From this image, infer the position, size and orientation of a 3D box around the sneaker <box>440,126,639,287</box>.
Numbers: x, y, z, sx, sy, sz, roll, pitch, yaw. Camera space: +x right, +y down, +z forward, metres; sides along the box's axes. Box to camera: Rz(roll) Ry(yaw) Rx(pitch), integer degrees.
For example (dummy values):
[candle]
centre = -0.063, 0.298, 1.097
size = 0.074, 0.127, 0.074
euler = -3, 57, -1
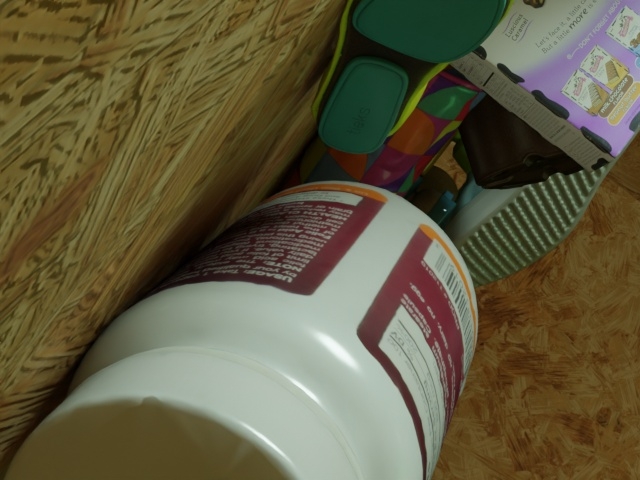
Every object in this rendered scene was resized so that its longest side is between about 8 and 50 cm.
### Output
[sneaker]
centre = 0.225, -0.096, 1.277
size = 0.366, 0.135, 0.150
euler = -54, -141, 38

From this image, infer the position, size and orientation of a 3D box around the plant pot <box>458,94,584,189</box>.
[plant pot]
centre = 0.183, -0.140, 1.035
size = 0.167, 0.165, 0.167
euler = -13, 172, -2

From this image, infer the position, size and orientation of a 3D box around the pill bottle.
[pill bottle]
centre = -0.030, 0.109, 0.754
size = 0.224, 0.224, 0.392
euler = -53, 178, 22

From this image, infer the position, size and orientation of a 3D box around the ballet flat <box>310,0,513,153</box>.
[ballet flat]
centre = 0.049, -0.129, 0.676
size = 0.231, 0.077, 0.077
euler = 130, -23, -64

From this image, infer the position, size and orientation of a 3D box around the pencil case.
[pencil case]
centre = 0.044, -0.075, 0.995
size = 0.236, 0.104, 0.104
euler = -53, 178, 30

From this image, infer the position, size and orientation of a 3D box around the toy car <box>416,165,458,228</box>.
[toy car]
centre = 0.110, -0.048, 1.430
size = 0.149, 0.188, 0.155
euler = -37, 178, -3

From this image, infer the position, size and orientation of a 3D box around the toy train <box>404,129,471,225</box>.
[toy train]
centre = 0.126, -0.131, 1.206
size = 0.248, 0.143, 0.105
euler = -52, 179, 0

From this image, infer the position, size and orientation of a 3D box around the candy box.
[candy box]
centre = 0.183, -0.178, 0.874
size = 0.165, 0.196, 0.070
euler = -52, 178, -6
